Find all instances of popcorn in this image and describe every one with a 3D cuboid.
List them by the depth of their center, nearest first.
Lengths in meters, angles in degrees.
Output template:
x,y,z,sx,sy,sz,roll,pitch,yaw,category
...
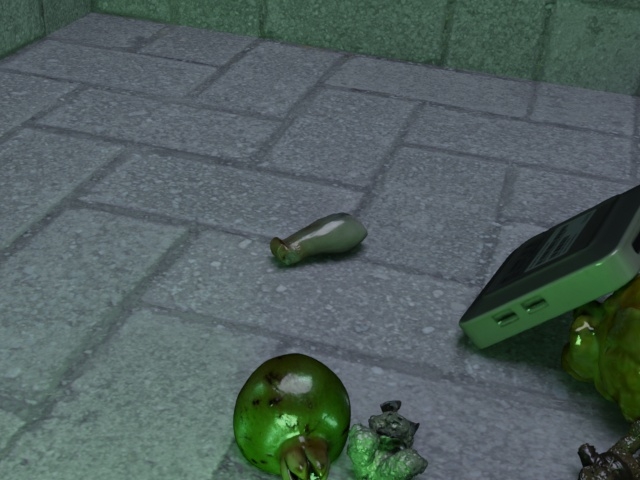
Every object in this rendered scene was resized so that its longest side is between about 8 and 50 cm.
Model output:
x,y,z,sx,sy,sz,roll,pitch,yaw,category
0.557,0.182,1.591,0.225,0.276,0.276,32,17,-31,popcorn

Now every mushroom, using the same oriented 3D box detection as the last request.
x,y,z,sx,sy,sz,roll,pitch,yaw,category
0.000,0.000,2.007,0.225,0.093,0.116,-29,28,-29,mushroom

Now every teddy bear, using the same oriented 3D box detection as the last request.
x,y,z,sx,sy,sz,roll,pitch,yaw,category
0.101,0.336,1.444,0.133,0.111,0.213,32,10,6,teddy bear
0.471,0.364,1.455,0.160,0.078,0.119,-28,63,-18,teddy bear

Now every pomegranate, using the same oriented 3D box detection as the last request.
x,y,z,sx,sy,sz,roll,pitch,yaw,category
-0.052,0.280,1.450,0.189,0.159,0.241,12,36,14,pomegranate

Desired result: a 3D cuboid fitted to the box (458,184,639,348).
x,y,z,sx,sy,sz,roll,pitch,yaw,category
0.469,0.042,1.766,0.373,0.090,0.367,-31,5,39,box
